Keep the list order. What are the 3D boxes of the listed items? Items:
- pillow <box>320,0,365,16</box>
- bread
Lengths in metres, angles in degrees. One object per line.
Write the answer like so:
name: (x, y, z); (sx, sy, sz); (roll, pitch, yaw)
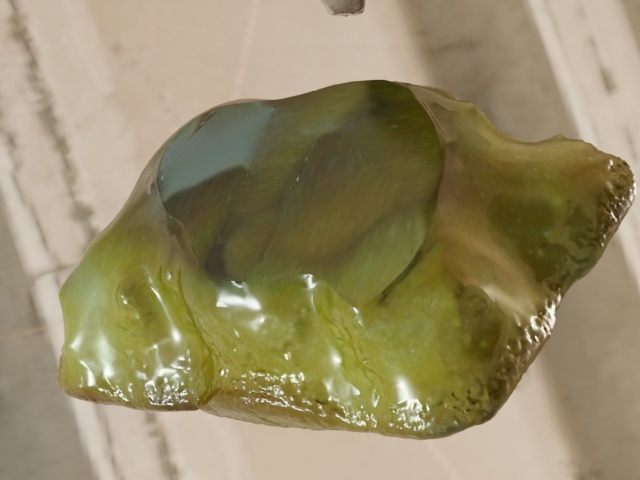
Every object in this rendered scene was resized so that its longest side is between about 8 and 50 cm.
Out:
pillow: (0.031, -0.192, 0.732); (0.034, 0.211, 0.135); (9, -138, -13)
bread: (0.000, 0.000, 0.756); (0.088, 0.233, 0.160); (53, -125, -39)
